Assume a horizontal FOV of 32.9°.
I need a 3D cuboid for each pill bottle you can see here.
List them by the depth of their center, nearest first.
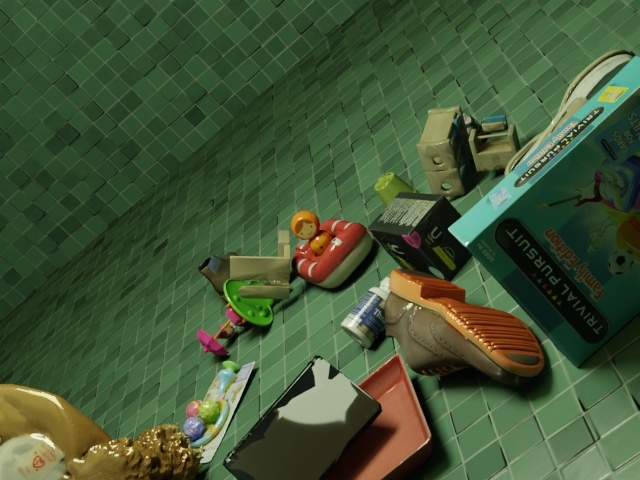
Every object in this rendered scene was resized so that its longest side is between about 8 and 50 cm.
[{"bbox_3d":[0.097,0.126,1.925,0.120,0.067,0.067,-50,21,-13],"label":"pill bottle"}]

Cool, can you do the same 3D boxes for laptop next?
[{"bbox_3d":[-0.033,0.316,1.757,0.234,0.136,0.264,-47,-5,-9],"label":"laptop"}]

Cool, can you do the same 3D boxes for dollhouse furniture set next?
[{"bbox_3d":[0.300,-0.175,2.084,0.184,0.129,0.129,-5,37,23],"label":"dollhouse furniture set"},{"bbox_3d":[-0.128,0.054,2.318,0.123,0.144,0.151,1,34,-2],"label":"dollhouse furniture set"}]

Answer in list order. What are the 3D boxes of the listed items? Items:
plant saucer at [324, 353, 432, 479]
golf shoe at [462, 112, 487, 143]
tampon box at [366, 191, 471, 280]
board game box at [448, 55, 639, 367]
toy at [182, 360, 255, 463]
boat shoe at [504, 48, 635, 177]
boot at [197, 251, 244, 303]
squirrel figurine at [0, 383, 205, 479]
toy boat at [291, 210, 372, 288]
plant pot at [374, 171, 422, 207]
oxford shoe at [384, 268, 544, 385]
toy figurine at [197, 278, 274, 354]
[{"bbox_3d":[0.059,0.323,1.656,0.258,0.048,0.259,-41,22,10],"label":"plant saucer"},{"bbox_3d":[0.266,-0.232,2.262,0.067,0.086,0.186,-55,22,-22],"label":"golf shoe"},{"bbox_3d":[0.185,-0.010,1.944,0.101,0.120,0.161,-49,21,-13],"label":"tampon box"},{"bbox_3d":[0.380,-0.034,1.441,0.336,0.254,0.079,-43,21,4],"label":"board game box"},{"bbox_3d":[-0.225,0.335,2.146,0.137,0.056,0.237,-25,28,45],"label":"toy"},{"bbox_3d":[0.443,-0.183,1.826,0.302,0.113,0.103,-52,21,10],"label":"boat shoe"},{"bbox_3d":[-0.238,0.058,2.618,0.082,0.106,0.219,-40,22,11],"label":"boot"},{"bbox_3d":[-0.417,0.453,1.975,0.397,0.370,0.281,1,65,8],"label":"squirrel figurine"},{"bbox_3d":[0.000,0.000,2.223,0.151,0.151,0.231,-49,21,-11],"label":"toy boat"},{"bbox_3d":[0.154,-0.096,2.222,0.083,0.079,0.083,-37,21,17],"label":"plant pot"},{"bbox_3d":[0.209,0.157,1.643,0.364,0.130,0.133,36,114,62],"label":"oxford shoe"},{"bbox_3d":[-0.194,0.175,2.340,0.159,0.130,0.173,-46,-3,23],"label":"toy figurine"}]
